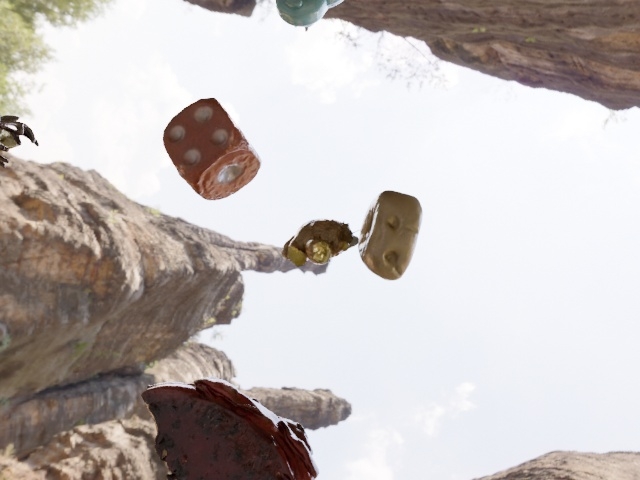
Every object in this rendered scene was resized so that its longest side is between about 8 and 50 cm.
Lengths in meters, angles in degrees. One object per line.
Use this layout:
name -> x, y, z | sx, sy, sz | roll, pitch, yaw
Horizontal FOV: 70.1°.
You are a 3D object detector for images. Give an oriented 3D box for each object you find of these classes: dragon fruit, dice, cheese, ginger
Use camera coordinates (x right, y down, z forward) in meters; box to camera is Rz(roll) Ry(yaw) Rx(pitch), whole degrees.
dragon fruit -> -0.140, 0.346, 0.888 | 0.228, 0.329, 0.286 | -34, -106, 6
dice -> -0.262, -0.217, 1.100 | 0.174, 0.175, 0.179 | -37, -107, 2
cheese -> 0.164, -0.010, 1.113 | 0.235, 0.117, 0.217 | 110, -8, -52
ginger -> 0.000, 0.000, 1.149 | 0.216, 0.157, 0.102 | 7, -57, 51

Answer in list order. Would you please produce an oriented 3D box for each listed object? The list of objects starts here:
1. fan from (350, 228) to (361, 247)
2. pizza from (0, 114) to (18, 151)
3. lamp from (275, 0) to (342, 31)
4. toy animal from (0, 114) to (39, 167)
fan -> 0.095, -0.016, 1.618 | 0.191, 0.329, 0.009 | 18, -61, 44
pizza -> -0.865, -0.262, 1.006 | 0.257, 0.268, 0.087 | 52, -29, 11
lamp -> -0.019, -0.721, 1.259 | 0.209, 0.147, 0.284 | 29, -83, 13
toy animal -> -0.642, -0.212, 0.826 | 0.243, 0.087, 0.260 | -35, -83, 39
